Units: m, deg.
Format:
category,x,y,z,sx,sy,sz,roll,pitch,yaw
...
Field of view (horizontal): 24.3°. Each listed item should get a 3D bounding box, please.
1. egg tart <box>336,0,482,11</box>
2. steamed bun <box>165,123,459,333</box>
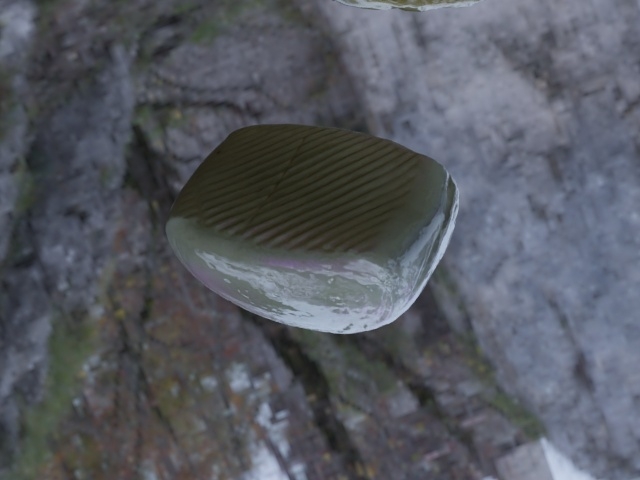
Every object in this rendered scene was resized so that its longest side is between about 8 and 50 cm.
category,x,y,z,sx,sy,sz,roll,pitch,yaw
egg tart,0.018,-0.255,0.938,0.290,0.290,0.115,-30,175,-32
steamed bun,0.000,0.000,1.280,0.238,0.152,0.170,14,-128,25
